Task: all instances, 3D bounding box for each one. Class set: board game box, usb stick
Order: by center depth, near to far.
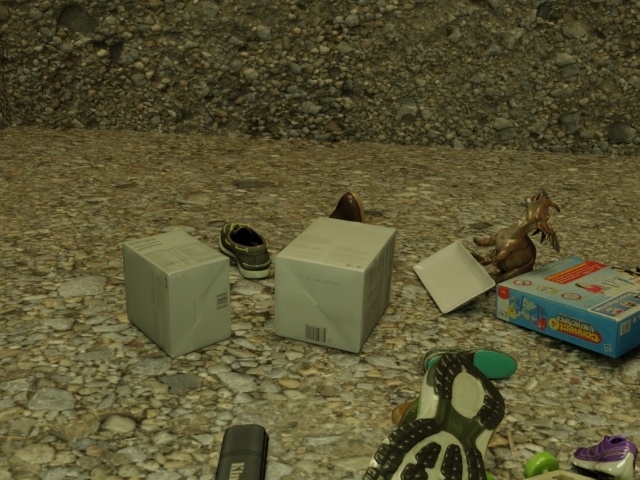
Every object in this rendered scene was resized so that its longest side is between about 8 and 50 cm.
[{"bbox_3d":[-0.123,0.373,0.978,0.077,0.045,0.278,3,23,-1],"label":"usb stick"},{"bbox_3d":[0.622,0.140,1.514,0.308,0.086,0.302,-14,19,-35],"label":"board game box"}]

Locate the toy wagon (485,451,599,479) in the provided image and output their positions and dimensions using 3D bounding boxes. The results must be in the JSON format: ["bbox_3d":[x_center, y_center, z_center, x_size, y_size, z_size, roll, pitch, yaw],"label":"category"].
[{"bbox_3d":[0.298,0.417,0.884,0.345,0.068,0.267,-7,24,-21],"label":"toy wagon"}]

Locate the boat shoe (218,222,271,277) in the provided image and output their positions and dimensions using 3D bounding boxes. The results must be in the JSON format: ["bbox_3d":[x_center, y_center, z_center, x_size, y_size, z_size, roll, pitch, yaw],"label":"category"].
[{"bbox_3d":[-0.210,0.004,1.809,0.109,0.091,0.305,-7,24,-21],"label":"boat shoe"}]

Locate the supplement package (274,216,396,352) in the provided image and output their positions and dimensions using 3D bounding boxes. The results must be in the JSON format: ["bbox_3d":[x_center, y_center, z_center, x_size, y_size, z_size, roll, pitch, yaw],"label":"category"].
[{"bbox_3d":[0.039,0.090,1.483,0.199,0.198,0.263,10,24,19],"label":"supplement package"}]

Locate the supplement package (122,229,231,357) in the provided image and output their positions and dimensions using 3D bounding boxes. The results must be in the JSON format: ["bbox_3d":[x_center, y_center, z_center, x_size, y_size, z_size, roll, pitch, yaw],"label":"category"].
[{"bbox_3d":[-0.309,0.107,1.414,0.149,0.194,0.203,-16,29,-38],"label":"supplement package"}]

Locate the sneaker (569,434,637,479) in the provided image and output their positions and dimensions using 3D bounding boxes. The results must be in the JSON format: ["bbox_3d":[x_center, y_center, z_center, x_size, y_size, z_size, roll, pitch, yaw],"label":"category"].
[{"bbox_3d":[0.447,0.335,1.014,0.068,0.071,0.170,28,-14,5],"label":"sneaker"}]

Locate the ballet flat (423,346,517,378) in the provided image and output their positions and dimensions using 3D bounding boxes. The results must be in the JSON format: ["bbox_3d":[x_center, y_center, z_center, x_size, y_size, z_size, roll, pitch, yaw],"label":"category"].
[{"bbox_3d":[0.298,0.242,1.322,0.189,0.070,0.070,4,22,-4],"label":"ballet flat"}]

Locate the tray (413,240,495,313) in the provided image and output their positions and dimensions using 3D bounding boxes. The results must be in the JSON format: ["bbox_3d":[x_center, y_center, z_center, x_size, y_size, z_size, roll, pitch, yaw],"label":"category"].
[{"bbox_3d":[0.336,0.095,1.663,0.145,0.030,0.270,-30,23,4],"label":"tray"}]

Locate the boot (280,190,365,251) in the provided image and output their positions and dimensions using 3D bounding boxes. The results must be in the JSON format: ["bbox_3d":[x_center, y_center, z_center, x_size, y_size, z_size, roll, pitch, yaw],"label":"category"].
[{"bbox_3d":[0.000,0.000,1.650,0.207,0.248,0.090,-16,45,-33],"label":"boot"}]

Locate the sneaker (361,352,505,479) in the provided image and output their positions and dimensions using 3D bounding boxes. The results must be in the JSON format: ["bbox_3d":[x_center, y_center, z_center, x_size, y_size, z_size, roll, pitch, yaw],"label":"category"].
[{"bbox_3d":[0.145,0.338,0.947,0.158,0.182,0.410,37,33,13],"label":"sneaker"}]

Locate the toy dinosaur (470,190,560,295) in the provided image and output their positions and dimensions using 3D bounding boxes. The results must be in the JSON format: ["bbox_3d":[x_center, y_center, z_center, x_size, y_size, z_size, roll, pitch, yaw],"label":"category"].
[{"bbox_3d":[0.494,0.030,1.632,0.200,0.295,0.127,-15,54,-3],"label":"toy dinosaur"}]

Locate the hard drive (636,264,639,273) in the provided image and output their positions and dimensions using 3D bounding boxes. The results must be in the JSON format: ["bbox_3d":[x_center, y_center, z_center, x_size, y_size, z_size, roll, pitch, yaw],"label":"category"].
[{"bbox_3d":[0.924,0.105,1.763,0.094,0.022,0.135,3,22,2],"label":"hard drive"}]

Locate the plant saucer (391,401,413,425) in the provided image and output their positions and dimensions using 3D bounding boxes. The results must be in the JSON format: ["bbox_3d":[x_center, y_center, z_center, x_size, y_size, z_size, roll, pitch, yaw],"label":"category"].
[{"bbox_3d":[0.171,0.315,1.187,0.084,0.015,0.083,2,22,-1],"label":"plant saucer"}]
